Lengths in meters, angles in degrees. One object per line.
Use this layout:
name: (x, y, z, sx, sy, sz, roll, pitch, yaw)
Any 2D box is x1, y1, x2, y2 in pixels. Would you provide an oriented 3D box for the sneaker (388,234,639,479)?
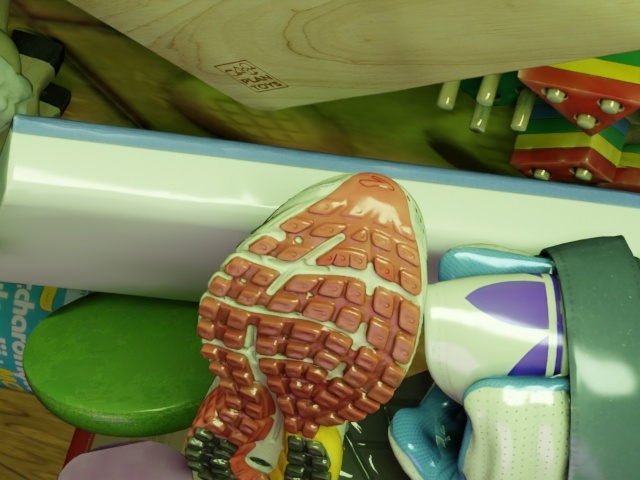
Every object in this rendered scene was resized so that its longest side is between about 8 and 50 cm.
sneaker: (0.166, 0.041, 0.805, 0.236, 0.130, 0.323, 12, 143, -25)

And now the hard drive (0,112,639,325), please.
hard drive: (0.000, 0.000, 0.943, 0.318, 0.040, 0.210, 7, 167, -13)

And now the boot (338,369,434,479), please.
boot: (0.118, 0.123, 1.133, 0.338, 0.118, 0.222, -5, 174, -27)

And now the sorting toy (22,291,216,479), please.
sorting toy: (-0.090, 0.091, 1.067, 0.127, 0.365, 0.126, -3, 120, 1)

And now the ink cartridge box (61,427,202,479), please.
ink cartridge box: (-0.084, 0.271, 1.956, 0.279, 0.160, 0.384, 24, 163, -19)

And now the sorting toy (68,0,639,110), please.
sorting toy: (-0.029, -0.151, 0.657, 0.255, 0.089, 0.257, 29, 161, -33)

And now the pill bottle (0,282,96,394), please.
pill bottle: (-0.152, 0.038, 1.301, 0.264, 0.146, 0.146, 11, 162, 20)

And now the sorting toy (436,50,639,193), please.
sorting toy: (0.114, -0.067, 0.854, 0.132, 0.046, 0.274, 1, 156, 45)

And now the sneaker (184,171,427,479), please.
sneaker: (-0.006, 0.032, 0.833, 0.088, 0.093, 0.225, 23, 147, -2)

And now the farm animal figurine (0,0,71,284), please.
farm animal figurine: (-0.283, -0.049, 1.110, 0.326, 0.172, 0.330, 13, 163, 16)
